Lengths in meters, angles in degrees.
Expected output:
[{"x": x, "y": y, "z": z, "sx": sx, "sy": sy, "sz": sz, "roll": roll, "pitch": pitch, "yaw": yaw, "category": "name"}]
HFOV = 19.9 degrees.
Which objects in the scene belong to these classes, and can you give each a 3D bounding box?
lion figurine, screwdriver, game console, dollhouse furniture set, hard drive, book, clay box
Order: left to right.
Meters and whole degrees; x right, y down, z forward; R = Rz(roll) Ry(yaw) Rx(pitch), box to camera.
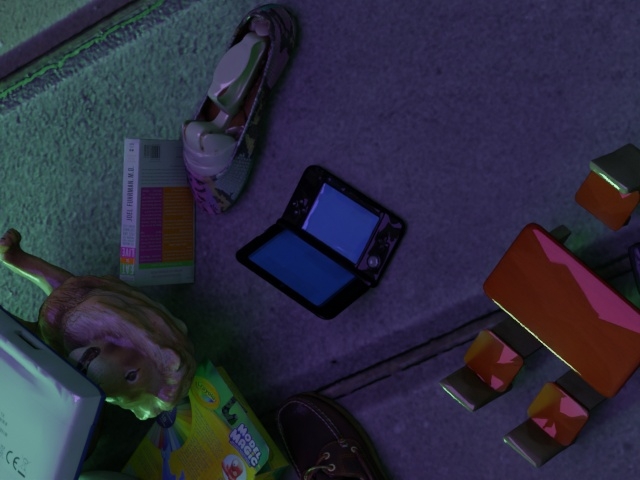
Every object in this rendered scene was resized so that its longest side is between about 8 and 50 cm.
[{"x": -0.318, "y": 0.232, "z": 1.693, "sx": 0.210, "sy": 0.040, "sz": 0.318, "roll": 33, "pitch": 112, "yaw": 36, "category": "hard drive"}, {"x": -0.260, "y": 0.142, "z": 1.829, "sx": 0.240, "sy": 0.142, "sz": 0.392, "roll": 34, "pitch": 147, "yaw": 4, "category": "lion figurine"}, {"x": -0.162, "y": -0.028, "z": 1.810, "sx": 0.035, "sy": 0.096, "sz": 0.144, "roll": 5, "pitch": 94, "yaw": 29, "category": "book"}, {"x": -0.115, "y": 0.223, "z": 1.781, "sx": 0.127, "sy": 0.053, "sz": 0.222, "roll": 54, "pitch": 128, "yaw": 23, "category": "clay box"}, {"x": 0.000, "y": 0.000, "z": 1.736, "sx": 0.122, "sy": 0.071, "sz": 0.107, "roll": 34, "pitch": 107, "yaw": 23, "category": "game console"}, {"x": 0.253, "y": 0.093, "z": 1.544, "sx": 0.259, "sy": 0.135, "sz": 0.262, "roll": 40, "pitch": 117, "yaw": 17, "category": "dollhouse furniture set"}, {"x": 0.306, "y": 0.082, "z": 1.604, "sx": 0.025, "sy": 0.024, "sz": 0.170, "roll": -21, "pitch": 88, "yaw": -1, "category": "screwdriver"}]

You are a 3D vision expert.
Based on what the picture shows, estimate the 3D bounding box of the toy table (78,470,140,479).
[{"x": -0.261, "y": 0.327, "z": 1.798, "sx": 0.274, "sy": 0.161, "sz": 0.252, "roll": -20, "pitch": 83, "yaw": 47, "category": "toy table"}]

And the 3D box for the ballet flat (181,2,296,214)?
[{"x": -0.091, "y": -0.130, "z": 1.778, "sx": 0.077, "sy": 0.079, "sz": 0.221, "roll": 29, "pitch": 105, "yaw": 24, "category": "ballet flat"}]

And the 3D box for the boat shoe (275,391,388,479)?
[{"x": 0.022, "y": 0.229, "z": 1.732, "sx": 0.207, "sy": 0.073, "sz": 0.073, "roll": 50, "pitch": 114, "yaw": 20, "category": "boat shoe"}]
